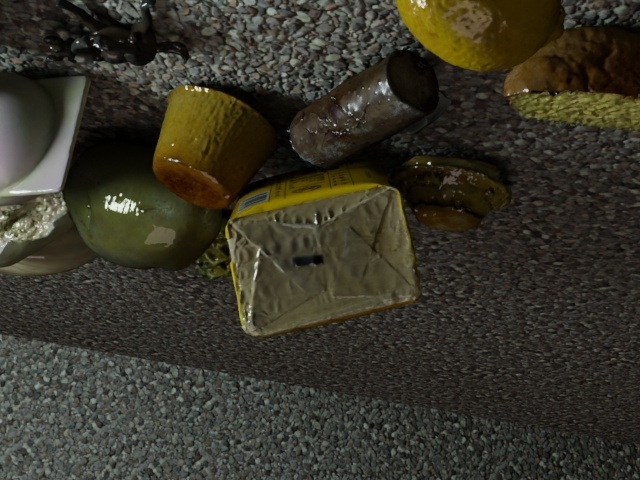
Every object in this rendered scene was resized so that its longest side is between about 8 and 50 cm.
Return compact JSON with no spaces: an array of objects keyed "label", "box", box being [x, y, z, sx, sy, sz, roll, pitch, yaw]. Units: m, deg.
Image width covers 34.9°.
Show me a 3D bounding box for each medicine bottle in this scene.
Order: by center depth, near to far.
[{"label":"medicine bottle","box":[-0.594,-0.174,1.785,0.406,0.235,0.236,-3,155,24]}]

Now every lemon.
[{"label":"lemon","box":[0.199,-0.310,1.278,0.257,0.188,0.188,24,152,-23]}]

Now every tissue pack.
[{"label":"tissue pack","box":[0.000,0.000,1.748,0.293,0.228,0.382,-13,-168,2]}]

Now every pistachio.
[{"label":"pistachio","box":[-0.595,-0.025,2.192,0.332,0.226,0.207,-2,115,-13]}]

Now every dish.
[{"label":"dish","box":[0.158,-0.207,1.713,0.091,0.039,0.137,13,155,-13]}]

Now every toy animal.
[{"label":"toy animal","box":[-0.327,-0.318,1.590,0.233,0.084,0.148,0,173,4]}]

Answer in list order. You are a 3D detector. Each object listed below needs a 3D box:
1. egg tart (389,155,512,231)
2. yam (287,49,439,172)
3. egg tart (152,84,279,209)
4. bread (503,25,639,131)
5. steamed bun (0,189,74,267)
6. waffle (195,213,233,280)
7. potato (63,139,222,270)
[{"label":"egg tart","box":[0.241,-0.082,1.902,0.241,0.106,0.241,8,161,3]},{"label":"yam","box":[0.071,-0.208,1.639,0.131,0.131,0.280,21,153,-28]},{"label":"egg tart","box":[-0.193,-0.162,1.770,0.215,0.171,0.215,21,157,10]},{"label":"bread","box":[0.398,-0.236,1.456,0.260,0.134,0.129,10,168,7]},{"label":"steamed bun","box":[-0.593,-0.056,1.979,0.225,0.170,0.200,-31,130,1]},{"label":"waffle","box":[-0.140,0.024,2.308,0.297,0.073,0.317,5,150,-7]},{"label":"potato","box":[-0.338,-0.063,1.948,0.326,0.243,0.221,17,-161,19]}]
